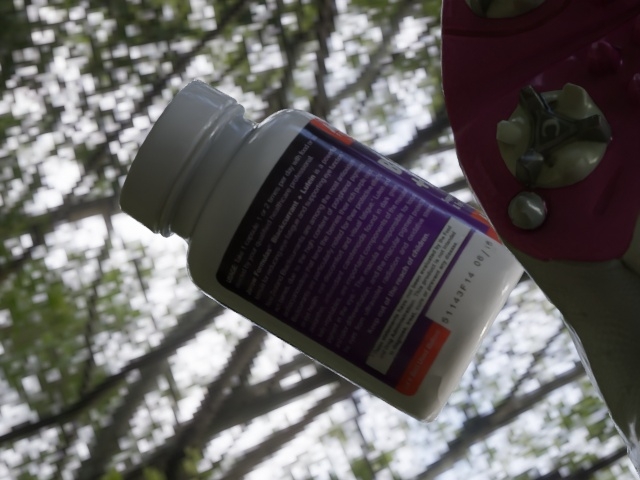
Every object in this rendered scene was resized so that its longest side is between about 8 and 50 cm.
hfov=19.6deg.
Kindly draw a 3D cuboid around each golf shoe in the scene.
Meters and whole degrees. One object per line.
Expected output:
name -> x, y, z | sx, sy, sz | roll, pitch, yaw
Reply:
golf shoe -> 0.108, 0.014, 0.456 | 0.115, 0.140, 0.306 | -18, -119, 12

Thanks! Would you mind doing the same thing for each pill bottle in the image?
pill bottle -> 0.000, 0.000, 0.939 | 0.193, 0.108, 0.108 | 31, -54, 5
